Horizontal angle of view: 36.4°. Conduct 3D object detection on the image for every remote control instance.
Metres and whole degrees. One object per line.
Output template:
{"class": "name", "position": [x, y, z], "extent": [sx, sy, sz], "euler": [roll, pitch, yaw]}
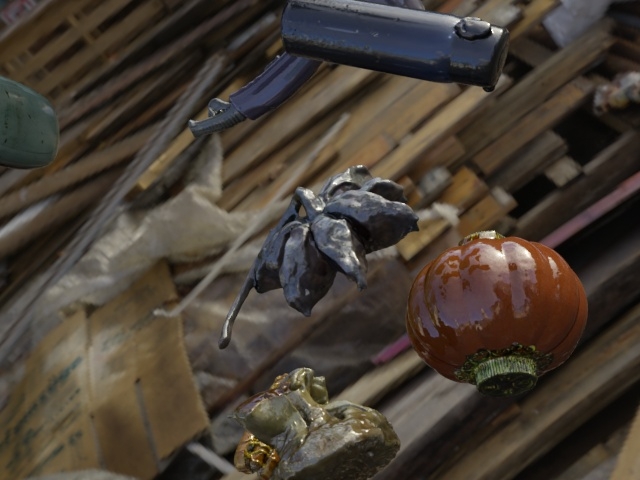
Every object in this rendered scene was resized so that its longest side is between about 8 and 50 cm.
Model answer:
{"class": "remote control", "position": [-0.340, -0.127, 0.969], "extent": [0.045, 0.256, 0.097], "euler": [-5, 83, 24]}

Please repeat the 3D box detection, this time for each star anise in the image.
{"class": "star anise", "position": [0.000, 0.000, 1.502], "extent": [0.316, 0.139, 0.359], "euler": [-21, 31, 42]}

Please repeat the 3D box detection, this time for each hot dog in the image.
{"class": "hot dog", "position": [-0.054, 0.240, 1.271], "extent": [0.071, 0.045, 0.165], "euler": [14, 44, 16]}

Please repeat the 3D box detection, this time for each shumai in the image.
{"class": "shumai", "position": [-0.008, 0.224, 1.141], "extent": [0.161, 0.153, 0.209], "euler": [-34, -20, -5]}

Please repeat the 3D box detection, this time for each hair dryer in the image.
{"class": "hair dryer", "position": [-0.062, -0.283, 1.332], "extent": [0.361, 0.301, 0.121], "euler": [-45, -14, 8]}

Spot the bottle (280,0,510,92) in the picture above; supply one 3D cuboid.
{"class": "bottle", "position": [0.077, -0.213, 1.024], "extent": [0.244, 0.082, 0.072], "euler": [16, 58, 24]}

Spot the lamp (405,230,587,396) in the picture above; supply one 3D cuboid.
{"class": "lamp", "position": [0.214, 0.088, 1.195], "extent": [0.223, 0.223, 0.197], "euler": [-25, 54, 32]}
